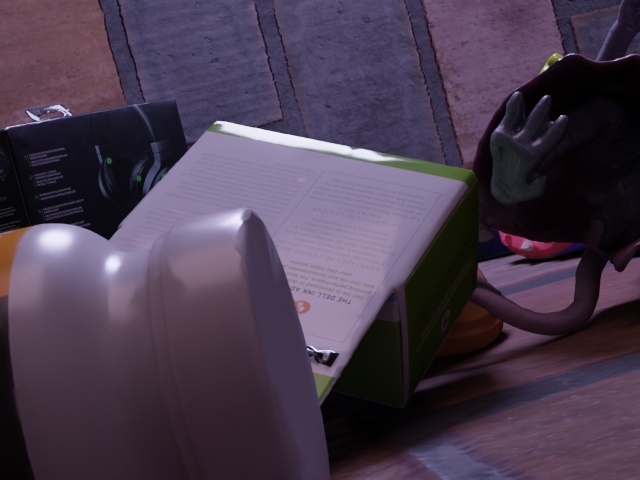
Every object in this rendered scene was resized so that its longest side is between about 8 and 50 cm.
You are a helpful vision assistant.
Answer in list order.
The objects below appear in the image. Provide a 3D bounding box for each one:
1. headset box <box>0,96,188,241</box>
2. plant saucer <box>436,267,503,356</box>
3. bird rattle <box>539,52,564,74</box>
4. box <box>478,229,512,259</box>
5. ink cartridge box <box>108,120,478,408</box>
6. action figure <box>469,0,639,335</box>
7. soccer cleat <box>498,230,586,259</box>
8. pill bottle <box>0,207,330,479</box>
[{"bbox_3d":[-0.251,-0.010,1.541,0.131,0.283,0.246,-11,5,41],"label":"headset box"},{"bbox_3d":[0.036,0.027,1.029,0.200,0.037,0.200,10,17,-3],"label":"plant saucer"},{"bbox_3d":[0.353,-0.110,1.667,0.254,0.143,0.207,14,-19,13],"label":"bird rattle"},{"bbox_3d":[0.216,-0.008,1.624,0.225,0.036,0.136,-15,3,17],"label":"box"},{"bbox_3d":[-0.037,0.046,0.852,0.189,0.097,0.255,13,41,22],"label":"ink cartridge box"},{"bbox_3d":[0.267,-0.029,1.076,0.275,0.248,0.370,-56,-19,8],"label":"action figure"},{"bbox_3d":[0.270,-0.023,1.405,0.095,0.083,0.248,12,-14,-29],"label":"soccer cleat"},{"bbox_3d":[-0.146,0.082,0.585,0.279,0.162,0.162,-15,3,6],"label":"pill bottle"}]
